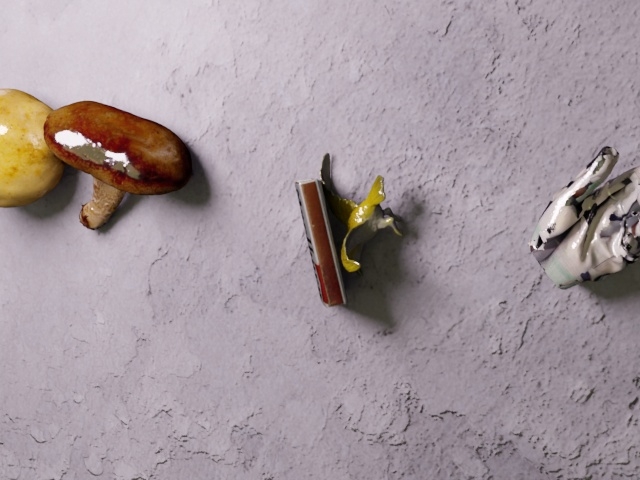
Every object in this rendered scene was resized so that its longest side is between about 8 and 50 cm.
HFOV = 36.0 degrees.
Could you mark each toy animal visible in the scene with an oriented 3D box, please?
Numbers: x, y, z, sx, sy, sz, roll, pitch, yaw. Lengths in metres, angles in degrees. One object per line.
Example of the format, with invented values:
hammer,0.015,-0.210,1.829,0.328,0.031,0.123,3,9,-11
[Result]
toy animal,0.068,-0.011,1.373,0.095,0.219,0.155,-20,130,7

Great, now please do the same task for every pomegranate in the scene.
pomegranate,-0.492,-0.141,1.518,0.196,0.196,0.196,4,101,21

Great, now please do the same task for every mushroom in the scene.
mushroom,-0.310,-0.090,1.501,0.227,0.148,0.217,26,133,8

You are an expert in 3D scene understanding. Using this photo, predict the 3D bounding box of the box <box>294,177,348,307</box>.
box,0.000,0.000,1.387,0.036,0.115,0.177,-14,96,-5

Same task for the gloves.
gloves,0.365,-0.031,1.242,0.212,0.111,0.127,-38,61,26
